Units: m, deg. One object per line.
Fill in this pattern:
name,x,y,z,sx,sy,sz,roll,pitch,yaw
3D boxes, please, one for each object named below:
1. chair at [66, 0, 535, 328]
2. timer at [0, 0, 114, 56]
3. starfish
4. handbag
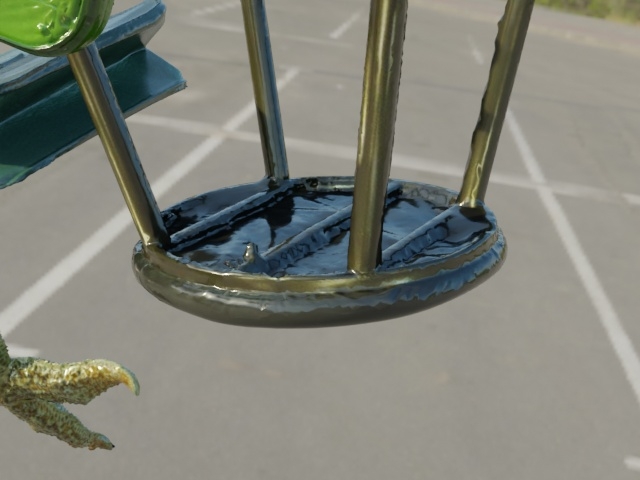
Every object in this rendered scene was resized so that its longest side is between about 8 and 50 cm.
chair,-0.008,-0.169,0.930,0.362,0.410,0.364,6,20,27
timer,-0.191,-0.187,0.760,0.140,0.128,0.047,23,22,11
starfish,-0.379,0.141,1.407,0.358,0.078,0.347,27,-26,2
handbag,-0.281,-0.114,1.073,0.238,0.089,0.326,-9,20,27
